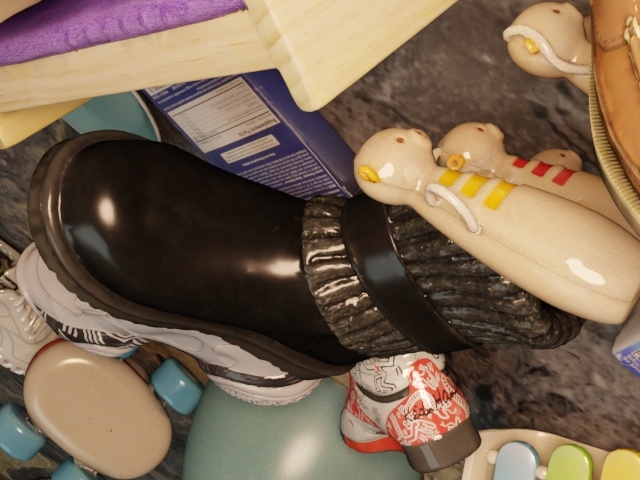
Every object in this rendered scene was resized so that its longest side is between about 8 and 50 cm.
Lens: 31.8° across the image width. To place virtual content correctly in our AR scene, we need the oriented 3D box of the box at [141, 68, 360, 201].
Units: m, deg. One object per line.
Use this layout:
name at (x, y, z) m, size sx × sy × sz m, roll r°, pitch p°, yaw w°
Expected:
box at (-0.052, -0.086, 0.925) m, size 0.225 × 0.036 × 0.136 m, roll 49°, pitch 149°, yaw -19°

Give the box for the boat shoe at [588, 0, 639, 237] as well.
boat shoe at (0.145, -0.108, 0.424) m, size 0.110 × 0.307 × 0.104 m, roll -13°, pitch 137°, yaw 9°

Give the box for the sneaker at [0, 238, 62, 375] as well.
sneaker at (-0.418, 0.082, 1.510) m, size 0.118 × 0.110 × 0.292 m, roll -9°, pitch 130°, yaw 41°

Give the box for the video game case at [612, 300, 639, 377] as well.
video game case at (0.366, 0.101, 0.730) m, size 0.269 × 0.061 × 0.244 m, roll 37°, pitch 150°, yaw -1°

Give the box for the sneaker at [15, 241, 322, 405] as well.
sneaker at (-0.166, 0.028, 1.125) m, size 0.365 × 0.137 × 0.210 m, roll 18°, pitch 146°, yaw 20°

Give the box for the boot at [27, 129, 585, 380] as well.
boot at (0.001, -0.004, 0.793) m, size 0.260 × 0.131 × 0.348 m, roll -14°, pitch 152°, yaw 42°

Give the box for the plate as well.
plate at (-0.211, -0.143, 1.012) m, size 0.188 × 0.024 × 0.188 m, roll 33°, pitch 158°, yaw 15°

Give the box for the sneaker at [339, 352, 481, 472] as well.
sneaker at (0.062, 0.130, 1.088) m, size 0.145 × 0.090 × 0.270 m, roll 67°, pitch 166°, yaw -3°

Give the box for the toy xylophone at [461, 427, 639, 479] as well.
toy xylophone at (0.270, 0.287, 0.985) m, size 0.322 × 0.236 × 0.081 m, roll 3°, pitch -177°, yaw 37°

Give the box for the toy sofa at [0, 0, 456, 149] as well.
toy sofa at (-0.108, -0.175, 0.702) m, size 0.362 × 0.150 × 0.177 m, roll 0°, pitch 123°, yaw 47°

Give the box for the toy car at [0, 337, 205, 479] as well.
toy car at (-0.297, 0.200, 1.505) m, size 0.210 × 0.219 × 0.238 m, roll 44°, pitch 179°, yaw -14°

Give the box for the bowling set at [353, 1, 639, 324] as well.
bowling set at (0.159, -0.082, 0.617) m, size 0.154 × 0.200 × 0.287 m, roll 30°, pitch -167°, yaw 21°

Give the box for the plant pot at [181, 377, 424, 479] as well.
plant pot at (-0.051, 0.294, 1.325) m, size 0.290 × 0.195 × 0.290 m, roll 26°, pitch 149°, yaw 17°
